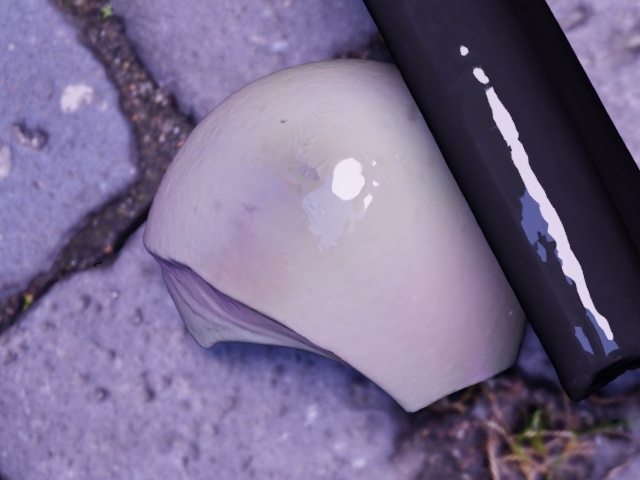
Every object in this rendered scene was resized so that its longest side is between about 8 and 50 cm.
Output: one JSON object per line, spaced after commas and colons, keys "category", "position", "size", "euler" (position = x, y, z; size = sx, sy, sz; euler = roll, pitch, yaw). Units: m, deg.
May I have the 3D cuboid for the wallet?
{"category": "wallet", "position": [0.087, -0.118, 0.496], "size": [0.062, 0.228, 0.406], "euler": [-31, 74, 25]}

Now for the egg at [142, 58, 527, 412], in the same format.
{"category": "egg", "position": [-0.001, -0.019, 0.545], "size": [0.270, 0.161, 0.207], "euler": [13, 89, 19]}
